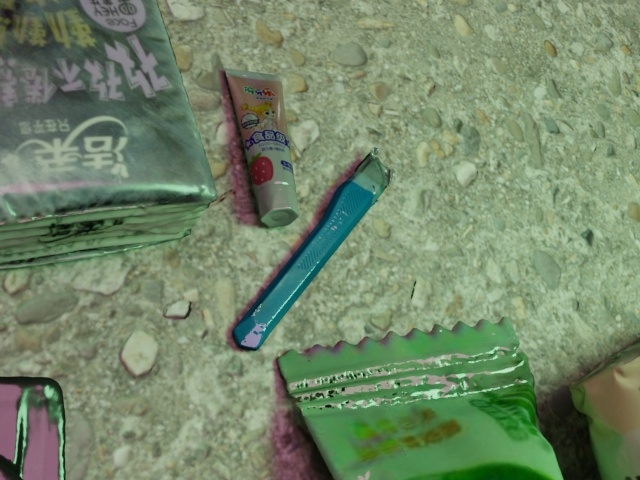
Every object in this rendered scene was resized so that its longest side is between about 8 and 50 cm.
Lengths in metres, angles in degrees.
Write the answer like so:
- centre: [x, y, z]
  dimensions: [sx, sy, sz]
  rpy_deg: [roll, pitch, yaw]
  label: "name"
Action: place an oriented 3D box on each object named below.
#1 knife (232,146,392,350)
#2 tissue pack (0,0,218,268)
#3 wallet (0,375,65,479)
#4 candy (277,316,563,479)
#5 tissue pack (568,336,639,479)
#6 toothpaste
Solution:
- centre: [-0.001, 0.001, 0.749]
  dimensions: [0.044, 0.026, 0.296]
  rpy_deg: [40, 57, -1]
  label: "knife"
- centre: [-0.265, -0.160, 0.639]
  dimensions: [0.260, 0.122, 0.361]
  rpy_deg: [-11, 74, -29]
  label: "tissue pack"
- centre: [-0.289, 0.247, 0.468]
  dimensions: [0.247, 0.041, 0.322]
  rpy_deg: [4, 70, -24]
  label: "wallet"
- centre: [0.135, 0.246, 0.615]
  dimensions: [0.263, 0.172, 0.397]
  rpy_deg: [-2, 56, -26]
  label: "candy"
- centre: [0.421, 0.257, 0.717]
  dimensions: [0.390, 0.195, 0.375]
  rpy_deg: [-3, 71, -46]
  label: "tissue pack"
- centre: [-0.058, -0.107, 0.765]
  dimensions: [0.067, 0.043, 0.194]
  rpy_deg: [1, 60, -24]
  label: "toothpaste"
